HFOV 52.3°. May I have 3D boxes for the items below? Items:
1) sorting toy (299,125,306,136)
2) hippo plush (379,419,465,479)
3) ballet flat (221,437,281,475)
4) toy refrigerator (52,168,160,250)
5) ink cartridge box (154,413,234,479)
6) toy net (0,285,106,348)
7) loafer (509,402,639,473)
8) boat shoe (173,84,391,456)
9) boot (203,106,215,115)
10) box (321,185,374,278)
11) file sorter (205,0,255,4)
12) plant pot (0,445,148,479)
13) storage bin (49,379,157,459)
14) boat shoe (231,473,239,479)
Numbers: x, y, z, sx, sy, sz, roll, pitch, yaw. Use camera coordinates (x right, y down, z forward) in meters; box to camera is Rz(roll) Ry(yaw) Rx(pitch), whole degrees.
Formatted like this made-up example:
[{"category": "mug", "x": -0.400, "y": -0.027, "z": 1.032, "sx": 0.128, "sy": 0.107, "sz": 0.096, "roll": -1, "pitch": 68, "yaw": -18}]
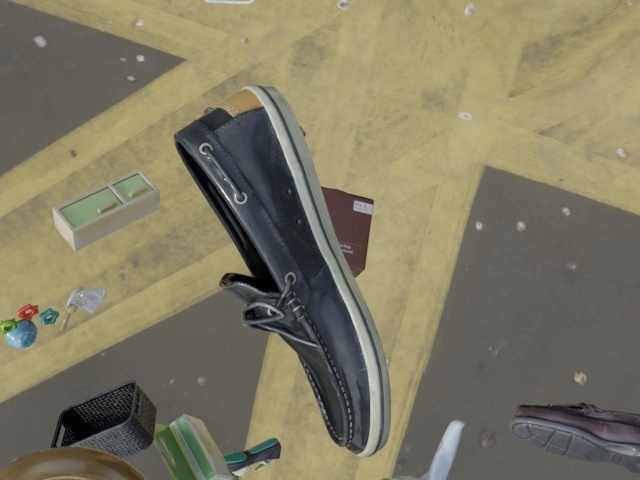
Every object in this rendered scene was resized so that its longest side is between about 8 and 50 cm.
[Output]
[{"category": "sorting toy", "x": -0.153, "y": -0.172, "z": 1.561, "sx": 0.274, "sy": 0.132, "sz": 0.046, "roll": -25, "pitch": 116, "yaw": 27}, {"category": "hippo plush", "x": 0.087, "y": 0.400, "z": 0.693, "sx": 0.236, "sy": 0.294, "sz": 0.235, "roll": 49, "pitch": 146, "yaw": 38}, {"category": "ballet flat", "x": -0.200, "y": 0.608, "z": 1.795, "sx": 0.203, "sy": 0.074, "sz": 0.074, "roll": -12, "pitch": 103, "yaw": -25}, {"category": "toy refrigerator", "x": -0.584, "y": -0.091, "z": 1.794, "sx": 0.102, "sy": 0.269, "sz": 0.094, "roll": 45, "pitch": 145, "yaw": 20}, {"category": "ink cartridge box", "x": -0.301, "y": 0.487, "z": 1.515, "sx": 0.056, "sy": 0.235, "sz": 0.171, "roll": -36, "pitch": 64, "yaw": -4}, {"category": "toy net", "x": -0.592, "y": 0.152, "z": 1.441, "sx": 0.045, "sy": 0.232, "sz": 0.122, "roll": 40, "pitch": 153, "yaw": 37}, {"category": "loafer", "x": 0.485, "y": 0.329, "z": 1.131, "sx": 0.302, "sy": 0.095, "sz": 0.109, "roll": 12, "pitch": 143, "yaw": 12}, {"category": "boat shoe", "x": -0.048, "y": 0.056, "z": 0.840, "sx": 0.155, "sy": 0.186, "sz": 0.501, "roll": -23, "pitch": 98, "yaw": -20}, {"category": "boot", "x": -0.286, "y": -0.250, "z": 1.770, "sx": 0.082, "sy": 0.106, "sz": 0.219, "roll": 11, "pitch": 145, "yaw": 18}, {"category": "box", "x": 0.000, "y": 0.000, "z": 1.431, "sx": 0.168, "sy": 0.203, "sz": 0.167, "roll": 13, "pitch": 69, "yaw": -11}, {"category": "file sorter", "x": -0.245, "y": -0.667, "z": 1.422, "sx": 0.192, "sy": 0.277, "sz": 0.173, "roll": 15, "pitch": 80, "yaw": 32}, {"category": "plant pot", "x": -0.281, "y": 0.346, "z": 0.702, "sx": 0.236, "sy": 0.032, "sz": 0.237, "roll": 3, "pitch": 79, "yaw": -14}, {"category": "storage bin", "x": -0.428, "y": 0.373, "z": 1.298, "sx": 0.180, "sy": 0.122, "sz": 0.084, "roll": -23, "pitch": 120, "yaw": 4}, {"category": "boat shoe", "x": -0.278, "y": 0.708, "z": 1.892, "sx": 0.109, "sy": 0.302, "sz": 0.094, "roll": 20, "pitch": 67, "yaw": 30}]
